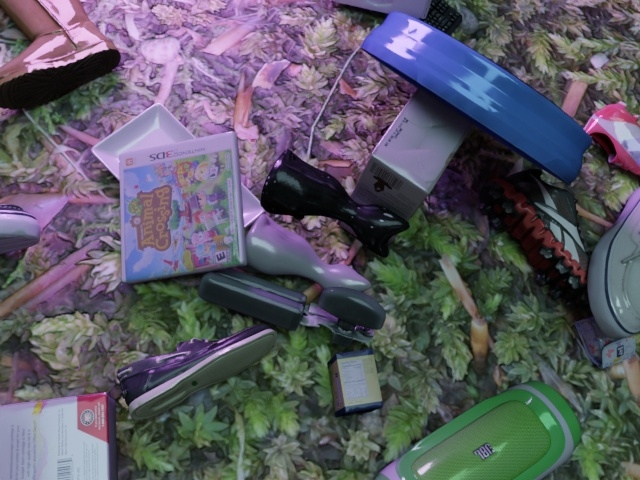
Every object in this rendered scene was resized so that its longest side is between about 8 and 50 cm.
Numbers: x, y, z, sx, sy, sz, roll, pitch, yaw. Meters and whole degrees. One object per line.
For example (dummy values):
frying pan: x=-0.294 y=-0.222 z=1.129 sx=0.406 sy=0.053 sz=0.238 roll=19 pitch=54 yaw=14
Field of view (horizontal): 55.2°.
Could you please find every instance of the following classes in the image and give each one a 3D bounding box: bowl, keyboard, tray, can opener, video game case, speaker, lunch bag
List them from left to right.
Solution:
tray: x=-0.232 y=-0.095 z=1.005 sx=0.270 sy=0.030 sz=0.145 roll=45 pitch=68 yaw=9
video game case: x=-0.213 y=-0.050 z=0.931 sx=0.194 sy=0.023 sz=0.212 roll=-9 pitch=74 yaw=10
can opener: x=-0.042 y=0.090 z=0.931 sx=0.281 sy=0.074 sz=0.093 roll=16 pitch=106 yaw=0
keyboard: x=0.195 y=-0.417 z=1.205 sx=0.108 sy=0.023 sz=0.180 roll=37 pitch=67 yaw=6
speaker: x=0.219 y=0.316 z=0.863 sx=0.297 sy=0.131 sz=0.131 roll=-26 pitch=75 yaw=-18
bowl: x=0.245 y=-0.226 z=0.958 sx=0.391 sy=0.391 sz=0.077 roll=35 pitch=106 yaw=6
lunch bag: x=0.473 y=0.160 z=1.005 sx=0.071 sy=0.053 sz=0.083 roll=-15 pitch=79 yaw=-14

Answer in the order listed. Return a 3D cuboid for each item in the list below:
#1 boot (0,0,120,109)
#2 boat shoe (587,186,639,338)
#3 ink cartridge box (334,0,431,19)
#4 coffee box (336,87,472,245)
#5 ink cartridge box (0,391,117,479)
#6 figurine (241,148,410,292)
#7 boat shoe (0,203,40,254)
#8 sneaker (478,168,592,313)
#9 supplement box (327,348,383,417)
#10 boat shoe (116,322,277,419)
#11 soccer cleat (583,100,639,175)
boot: x=-0.507 y=-0.367 z=1.043 sx=0.236 sy=0.089 sz=0.269 roll=-32 pitch=77 yaw=-32
boat shoe: x=0.562 y=0.012 z=0.980 sx=0.367 sy=0.156 sz=0.135 roll=-42 pitch=100 yaw=-35
ink cartridge box: x=0.139 y=-0.589 z=1.203 sx=0.199 sy=0.114 sz=0.272 roll=12 pitch=65 yaw=0
coffee box: x=0.120 y=-0.095 z=0.943 sx=0.098 sy=0.246 sz=0.141 roll=34 pitch=68 yaw=4
ink cartridge box: x=-0.366 y=0.280 z=0.812 sx=0.175 sy=0.072 sz=0.127 roll=-5 pitch=70 yaw=-11
figurine: x=0.000 y=0.000 z=0.924 sx=0.210 sy=0.214 sz=0.092 roll=27 pitch=40 yaw=1
boat shoe: x=-0.578 y=-0.044 z=0.879 sx=0.335 sy=0.121 sz=0.119 roll=0 pitch=73 yaw=-7
sneaker: x=0.397 y=-0.011 z=1.035 sx=0.135 sy=0.097 sz=0.276 roll=-31 pitch=75 yaw=-16
supplement box: x=0.049 y=0.210 z=0.899 sx=0.056 sy=0.083 sz=0.083 roll=-5 pitch=70 yaw=-12
boat shoe: x=-0.174 y=0.169 z=0.883 sx=0.233 sy=0.084 sz=0.079 roll=-23 pitch=56 yaw=-20
soccer cleat: x=0.601 y=-0.150 z=1.142 sx=0.095 sy=0.083 sz=0.248 roll=-44 pitch=83 yaw=2
